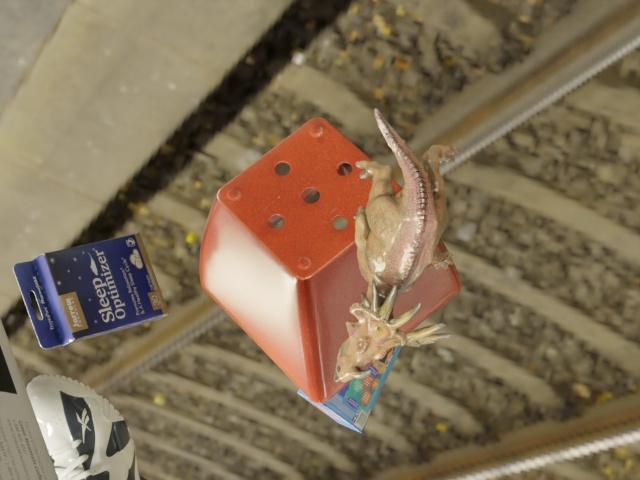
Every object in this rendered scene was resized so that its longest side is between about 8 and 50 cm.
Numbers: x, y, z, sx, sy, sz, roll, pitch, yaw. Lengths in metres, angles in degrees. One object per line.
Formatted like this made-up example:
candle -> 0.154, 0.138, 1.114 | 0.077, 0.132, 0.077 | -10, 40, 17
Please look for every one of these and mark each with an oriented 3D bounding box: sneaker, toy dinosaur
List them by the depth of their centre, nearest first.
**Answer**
sneaker -> -0.265, 0.270, 1.567 | 0.094, 0.153, 0.235 | -12, 117, 26
toy dinosaur -> 0.092, 0.009, 1.612 | 0.127, 0.200, 0.295 | 6, 126, 2

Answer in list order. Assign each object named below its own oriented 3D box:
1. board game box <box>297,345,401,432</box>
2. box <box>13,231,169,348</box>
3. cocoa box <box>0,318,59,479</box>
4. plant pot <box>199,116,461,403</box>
board game box -> 0.059, 0.156, 2.095 | 0.047, 0.210, 0.160 | 20, 167, 30
box -> -0.336, 0.073, 2.145 | 0.225, 0.136, 0.036 | -15, 172, -46
cocoa box -> -0.405, 0.224, 1.326 | 0.231, 0.347, 0.228 | 17, 126, -47
plant pot -> 0.000, 0.000, 1.905 | 0.267, 0.267, 0.235 | 44, 163, 27
